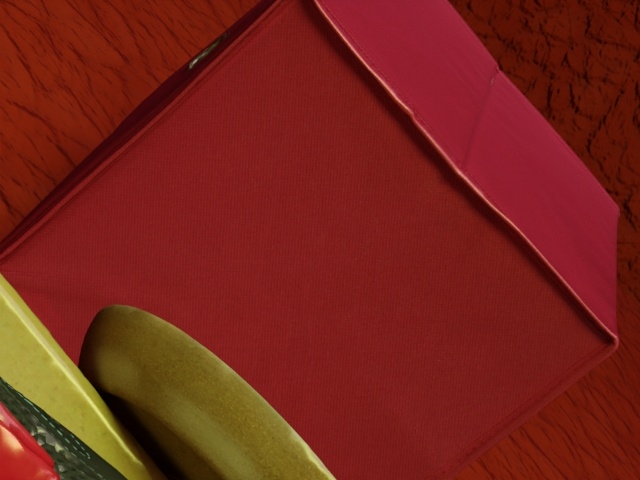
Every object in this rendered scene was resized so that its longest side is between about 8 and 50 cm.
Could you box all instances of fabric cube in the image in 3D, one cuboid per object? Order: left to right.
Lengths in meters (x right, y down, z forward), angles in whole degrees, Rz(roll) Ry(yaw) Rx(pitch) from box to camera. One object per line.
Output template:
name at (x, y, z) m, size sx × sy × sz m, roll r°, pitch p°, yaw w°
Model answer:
fabric cube at (0.000, 0.000, 1.062) m, size 0.259 × 0.254 × 0.258 m, roll 49°, pitch 19°, yaw -7°

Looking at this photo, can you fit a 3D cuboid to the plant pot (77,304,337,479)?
plant pot at (-0.041, 0.133, 0.857) m, size 0.236 × 0.032 × 0.236 m, roll 41°, pitch -24°, yaw 23°

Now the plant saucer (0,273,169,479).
plant saucer at (-0.120, 0.177, 0.678) m, size 0.333 × 0.081 × 0.333 m, roll 51°, pitch 18°, yaw 1°

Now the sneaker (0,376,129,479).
sneaker at (-0.150, 0.071, 0.549) m, size 0.341 × 0.125 × 0.139 m, roll 45°, pitch -10°, yaw -9°

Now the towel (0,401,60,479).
towel at (-0.213, 0.084, 0.412) m, size 0.199 × 0.275 × 0.031 m, roll 48°, pitch -28°, yaw -6°
